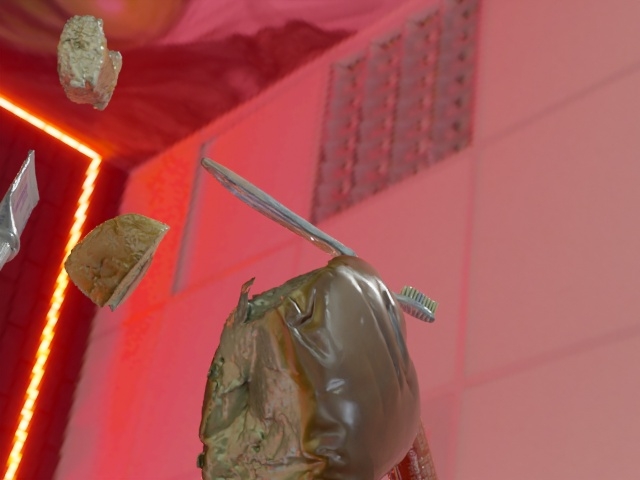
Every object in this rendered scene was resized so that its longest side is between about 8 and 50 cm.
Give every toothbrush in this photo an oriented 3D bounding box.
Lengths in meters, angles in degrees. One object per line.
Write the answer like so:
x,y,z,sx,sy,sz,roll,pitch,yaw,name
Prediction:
0.000,0.000,1.575,0.028,0.375,0.037,-44,-164,53,toothbrush

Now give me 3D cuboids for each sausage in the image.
0.130,0.326,1.734,0.074,0.274,0.074,-14,-168,3,sausage

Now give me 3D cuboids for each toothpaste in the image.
-0.519,-0.033,2.017,0.099,0.068,0.282,-50,-163,32,toothpaste

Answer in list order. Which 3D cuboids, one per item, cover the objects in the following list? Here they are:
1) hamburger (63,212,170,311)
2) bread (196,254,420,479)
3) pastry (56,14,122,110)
-0.419,0.025,2.458,0.207,0.155,0.135,-47,-179,23,hamburger
-0.013,0.166,1.380,0.225,0.250,0.279,-8,-84,33,bread
-0.382,-0.291,1.980,0.258,0.089,0.121,159,-49,-84,pastry
